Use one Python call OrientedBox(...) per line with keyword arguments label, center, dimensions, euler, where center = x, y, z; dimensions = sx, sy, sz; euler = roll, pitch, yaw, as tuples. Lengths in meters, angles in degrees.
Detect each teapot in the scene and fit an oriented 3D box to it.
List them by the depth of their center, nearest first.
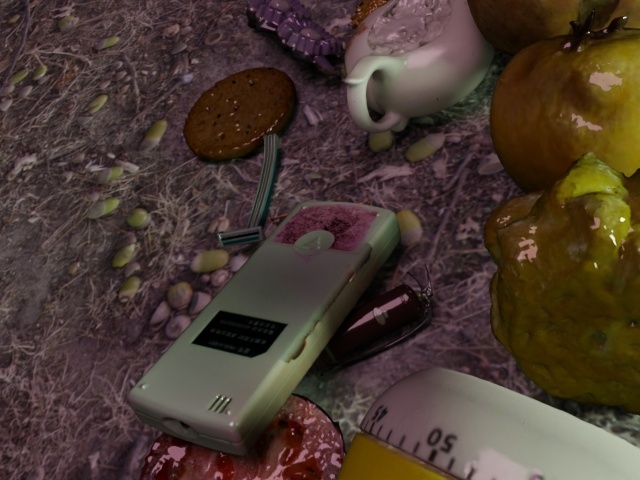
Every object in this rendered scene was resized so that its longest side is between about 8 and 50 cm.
OrientedBox(label="teapot", center=(0.123, -0.250, 1.012), dimensions=(0.204, 0.139, 0.298), euler=(8, 57, 29))

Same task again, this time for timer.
OrientedBox(label="timer", center=(0.113, 0.252, 0.531), dimensions=(0.285, 0.285, 0.285), euler=(-14, 48, 16))

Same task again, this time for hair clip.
OrientedBox(label="hair clip", center=(-0.048, -0.328, 1.209), dimensions=(0.106, 0.084, 0.292), euler=(-3, 36, -35))

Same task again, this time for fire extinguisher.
OrientedBox(label="fire extinguisher", center=(0.057, 0.088, 0.831), dimensions=(0.158, 0.043, 0.064), euler=(-28, 76, 5))

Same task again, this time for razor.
OrientedBox(label="razor", center=(-0.081, -0.067, 1.034), dimensions=(0.068, 0.037, 0.191), euler=(-9, 48, 26))

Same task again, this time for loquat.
OrientedBox(label="loquat", center=(0.280, -0.128, 0.784), dimensions=(0.213, 0.213, 0.213), euler=(-14, 48, 16))

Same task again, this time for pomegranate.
OrientedBox(label="pomegranate", center=(0.289, -0.341, 0.877), dimensions=(0.281, 0.281, 0.281), euler=(-14, 48, 16))

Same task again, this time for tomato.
OrientedBox(label="tomato", center=(-0.066, 0.253, 0.729), dimensions=(0.225, 0.085, 0.225), euler=(-11, 48, 13))

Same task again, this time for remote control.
OrientedBox(label="remote control", center=(-0.044, 0.071, 0.817), dimensions=(0.145, 0.050, 0.344), euler=(8, 41, 34))

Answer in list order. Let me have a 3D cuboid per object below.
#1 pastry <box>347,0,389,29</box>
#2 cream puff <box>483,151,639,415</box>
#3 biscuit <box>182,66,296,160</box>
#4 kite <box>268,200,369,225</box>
OrientedBox(label="pastry", center=(0.104, -0.368, 1.177), dimensions=(0.080, 0.056, 0.140), euler=(22, 72, 46))
OrientedBox(label="cream puff", center=(0.256, 0.037, 0.646), dimensions=(0.244, 0.244, 0.196), euler=(-22, 36, 10))
OrientedBox(label="biscuit", center=(-0.122, -0.193, 1.165), dimensions=(0.188, 0.027, 0.187), euler=(-15, 48, 17))
OrientedBox(label="kite", center=(0.000, 0.000, 0.956), dimensions=(0.159, 0.010, 0.190), euler=(-42, 46, -9))
